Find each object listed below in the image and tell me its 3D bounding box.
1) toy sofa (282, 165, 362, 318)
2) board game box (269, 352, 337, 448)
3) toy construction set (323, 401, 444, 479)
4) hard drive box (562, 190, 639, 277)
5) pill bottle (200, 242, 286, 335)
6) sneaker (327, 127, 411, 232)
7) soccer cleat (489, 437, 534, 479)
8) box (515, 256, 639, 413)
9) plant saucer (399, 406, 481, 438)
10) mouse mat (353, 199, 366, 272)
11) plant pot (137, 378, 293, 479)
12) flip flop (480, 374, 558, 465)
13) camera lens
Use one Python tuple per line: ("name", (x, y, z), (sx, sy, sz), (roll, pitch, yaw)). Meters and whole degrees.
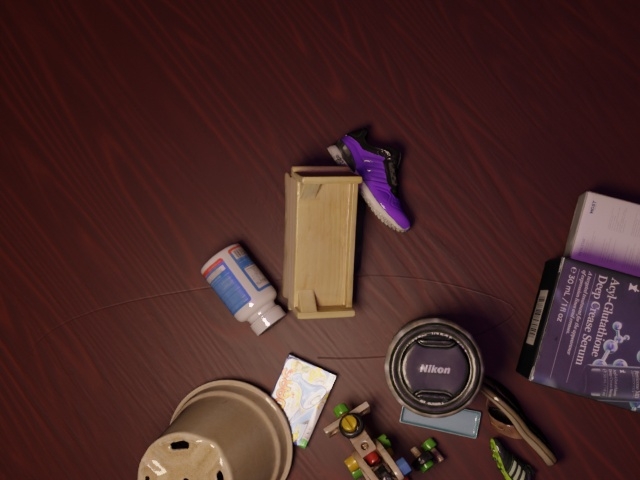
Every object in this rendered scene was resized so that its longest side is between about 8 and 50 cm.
("toy sofa", (0.000, 0.000, 1.855), (0.150, 0.177, 0.362), (-1, 103, -15))
("board game box", (-0.058, 0.403, 1.916), (0.136, 0.035, 0.201), (23, 89, 7))
("toy construction set", (0.084, 0.533, 1.825), (0.309, 0.257, 0.237), (-45, 66, 12))
("hard drive box", (0.725, -0.001, 1.830), (0.232, 0.089, 0.181), (16, 88, 7))
("pill bottle", (-0.189, 0.127, 1.906), (0.124, 0.124, 0.221), (-38, 83, 3))
("sneaker", (0.156, -0.161, 1.898), (0.146, 0.102, 0.293), (-38, 83, 2))
("soccer cleat", (0.471, 0.551, 1.841), (0.072, 0.060, 0.179), (-28, 90, -6))
("box", (0.695, 0.233, 1.757), (0.395, 0.212, 0.293), (15, 87, 6))
("plant saucer", (0.297, 0.438, 1.884), (0.192, 0.018, 0.067), (11, 87, 8))
("mouse mat", (0.035, -0.017, 1.950), (0.153, 0.007, 0.189), (5, 87, 7))
("plant pot", (-0.264, 0.519, 1.774), (0.334, 0.305, 0.334), (0, 91, 13))
("flip flop", (0.458, 0.440, 1.831), (0.080, 0.112, 0.277), (-41, 88, 17))
("camera lens", (0.262, 0.287, 1.768), (0.219, 0.274, 0.219), (0, 86, 6))
